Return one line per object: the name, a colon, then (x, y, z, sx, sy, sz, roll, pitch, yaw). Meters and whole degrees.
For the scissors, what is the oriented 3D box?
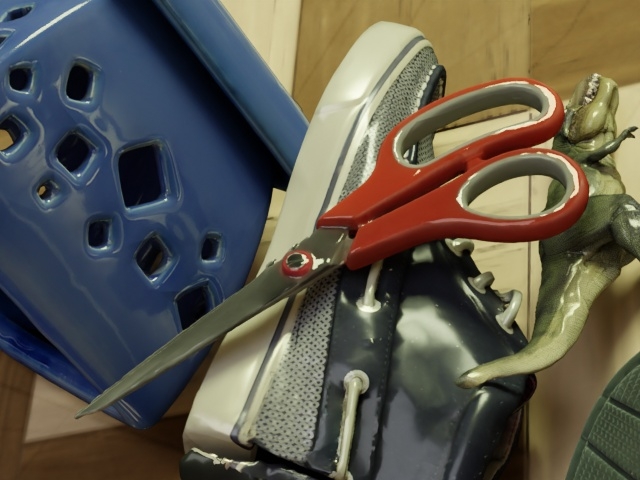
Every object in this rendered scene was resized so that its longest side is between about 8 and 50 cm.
scissors: (0.000, 0.000, 0.958, 0.297, 0.021, 0.109, -23, 53, -5)

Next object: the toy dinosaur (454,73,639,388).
toy dinosaur: (0.158, -0.004, 0.970, 0.118, 0.064, 0.268, -8, 30, 24)

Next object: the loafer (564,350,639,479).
loafer: (0.212, 0.061, 0.895, 0.096, 0.084, 0.267, 38, 103, 46)

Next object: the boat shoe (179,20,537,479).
boat shoe: (0.052, 0.029, 1.019, 0.158, 0.127, 0.340, 14, 57, 12)

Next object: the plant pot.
plant pot: (-0.152, -0.061, 1.099, 0.212, 0.236, 0.236, -48, 33, -16)
